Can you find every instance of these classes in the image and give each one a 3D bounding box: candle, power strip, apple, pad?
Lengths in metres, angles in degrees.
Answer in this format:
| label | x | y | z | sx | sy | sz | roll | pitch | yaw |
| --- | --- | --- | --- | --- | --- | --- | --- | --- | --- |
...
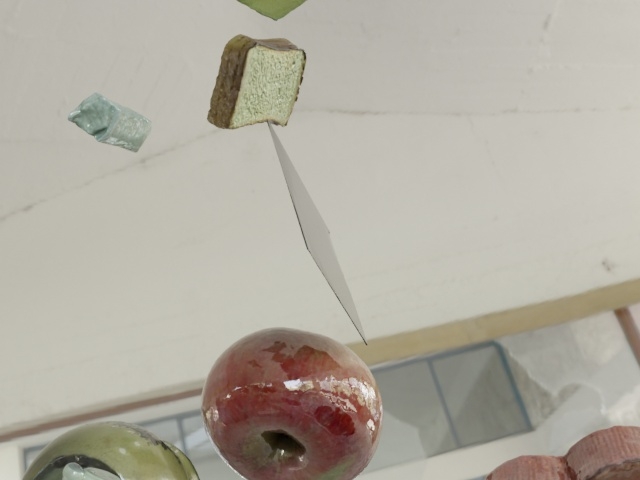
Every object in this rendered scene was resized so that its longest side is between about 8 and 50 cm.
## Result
| label | x | y | z | sx | sy | sz | roll | pitch | yaw |
| --- | --- | --- | --- | --- | --- | --- | --- | --- | --- |
| candle | 0.416 | 0.428 | 1.155 | 0.317 | 0.287 | 0.131 | -28 | 11 | 18 |
| power strip | -0.268 | 0.288 | 0.904 | 0.083 | 0.035 | 0.055 | 33 | -10 | -36 |
| apple | -0.047 | 0.302 | 1.427 | 0.345 | 0.269 | 0.344 | 5 | -58 | 8 |
| pad | 0.000 | 0.000 | 1.249 | 0.007 | 0.247 | 0.367 | -21 | -32 | 6 |

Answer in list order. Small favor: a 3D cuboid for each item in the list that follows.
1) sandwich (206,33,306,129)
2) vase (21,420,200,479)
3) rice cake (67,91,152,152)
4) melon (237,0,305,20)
| label | x | y | z | sx | sy | sz | roll | pitch | yaw |
| --- | --- | --- | --- | --- | --- | --- | --- | --- | --- |
| sandwich | -0.121 | -0.308 | 1.514 | 0.215 | 0.065 | 0.186 | -21 | -47 | -56 |
| vase | -0.252 | 0.399 | 1.133 | 0.330 | 0.240 | 0.302 | 8 | -12 | 12 |
| rice cake | -0.326 | -0.187 | 1.225 | 0.069 | 0.063 | 0.206 | -55 | -3 | 1 |
| melon | 0.019 | -0.525 | 1.289 | 0.344 | 0.331 | 0.226 | -28 | -71 | 28 |
